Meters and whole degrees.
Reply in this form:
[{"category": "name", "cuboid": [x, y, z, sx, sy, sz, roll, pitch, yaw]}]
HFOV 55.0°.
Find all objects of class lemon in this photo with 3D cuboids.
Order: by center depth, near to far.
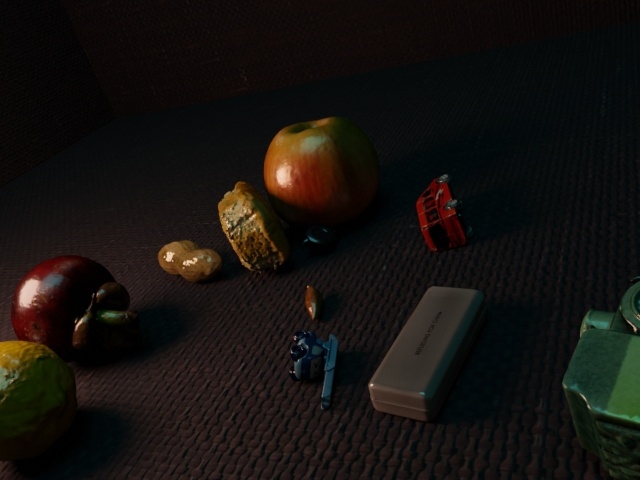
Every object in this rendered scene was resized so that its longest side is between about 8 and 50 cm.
[{"category": "lemon", "cuboid": [-0.506, 0.261, 1.008, 0.231, 0.192, 0.192, 3, 34, 25]}]

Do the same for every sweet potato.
[{"category": "sweet potato", "cuboid": [-0.012, 0.117, 1.144, 0.034, 0.034, 0.095, -15, 38, 6]}]

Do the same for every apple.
[{"category": "apple", "cuboid": [0.002, -0.159, 1.426, 0.286, 0.233, 0.286, -14, 24, 7]}]

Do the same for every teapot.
[{"category": "teapot", "cuboid": [0.000, 0.000, 1.342, 0.100, 0.045, 0.068, -13, 46, -30]}]

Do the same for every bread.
[{"category": "bread", "cuboid": [-0.149, -0.032, 1.352, 0.121, 0.174, 0.245, -25, 20, -2]}]

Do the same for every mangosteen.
[{"category": "mangosteen", "cuboid": [-0.466, 0.142, 1.207, 0.257, 0.215, 0.215, 13, 36, 13]}]

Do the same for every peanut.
[{"category": "peanut", "cuboid": [-0.294, 0.046, 1.395, 0.192, 0.089, 0.089, 15, 42, 40]}]

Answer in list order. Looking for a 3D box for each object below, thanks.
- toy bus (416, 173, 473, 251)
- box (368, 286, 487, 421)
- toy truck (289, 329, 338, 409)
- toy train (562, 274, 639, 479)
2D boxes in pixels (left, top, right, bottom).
[{"category": "toy bus", "cuboid": [0.248, -0.058, 1.262, 0.089, 0.081, 0.195, -22, 27, 15]}, {"category": "box", "cuboid": [0.167, 0.161, 0.926, 0.103, 0.055, 0.244, 2, 33, 34]}, {"category": "toy truck", "cuboid": [-0.014, 0.201, 0.965, 0.074, 0.063, 0.136, 6, 34, 5]}, {"category": "toy train", "cuboid": [0.425, 0.165, 0.663, 0.299, 0.167, 0.238, 7, 46, 42]}]
